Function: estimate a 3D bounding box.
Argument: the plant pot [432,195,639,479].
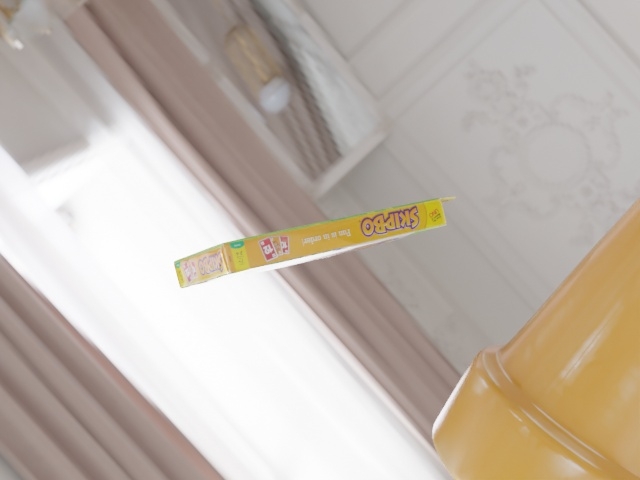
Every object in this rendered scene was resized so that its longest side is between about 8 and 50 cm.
[{"bbox_3d":[0.196,0.079,0.691,0.188,0.205,0.205,-62,177,12],"label":"plant pot"}]

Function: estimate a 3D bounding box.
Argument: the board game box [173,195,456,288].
[{"bbox_3d":[0.000,0.000,1.188,0.259,0.039,0.124,-15,179,-29],"label":"board game box"}]
